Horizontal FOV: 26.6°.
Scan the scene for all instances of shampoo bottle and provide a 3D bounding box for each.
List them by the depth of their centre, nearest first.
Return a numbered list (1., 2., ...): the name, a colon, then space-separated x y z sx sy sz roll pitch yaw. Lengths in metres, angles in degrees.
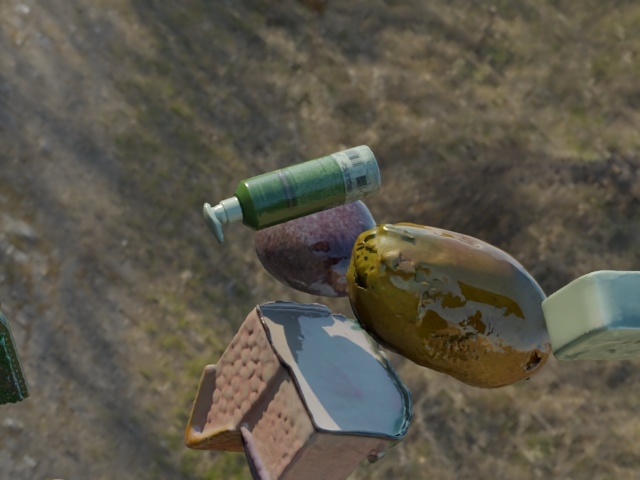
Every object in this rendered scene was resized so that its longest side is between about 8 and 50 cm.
1. shampoo bottle: -0.034 -0.051 1.539 0.204 0.065 0.065 -17 51 -16

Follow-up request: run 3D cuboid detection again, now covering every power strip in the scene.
1. power strip: 0.381 0.070 1.223 0.385 0.091 0.062 2 68 -25

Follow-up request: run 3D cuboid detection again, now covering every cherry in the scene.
1. cherry: -0.003 0.001 1.792 0.176 0.140 0.176 6 20 -2

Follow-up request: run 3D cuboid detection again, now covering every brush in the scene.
1. brush: -0.472 0.119 1.918 0.048 0.054 0.282 -101 -179 -60

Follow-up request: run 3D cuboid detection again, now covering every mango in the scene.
1. mango: 0.138 0.062 1.412 0.248 0.151 0.156 27 32 -21

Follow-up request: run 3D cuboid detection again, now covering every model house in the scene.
1. model house: -0.029 0.249 1.829 0.202 0.237 0.237 8 39 -41

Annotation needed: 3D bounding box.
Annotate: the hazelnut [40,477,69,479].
1. hazelnut: -0.352 0.523 1.711 0.429 0.402 0.402 11 29 -6
